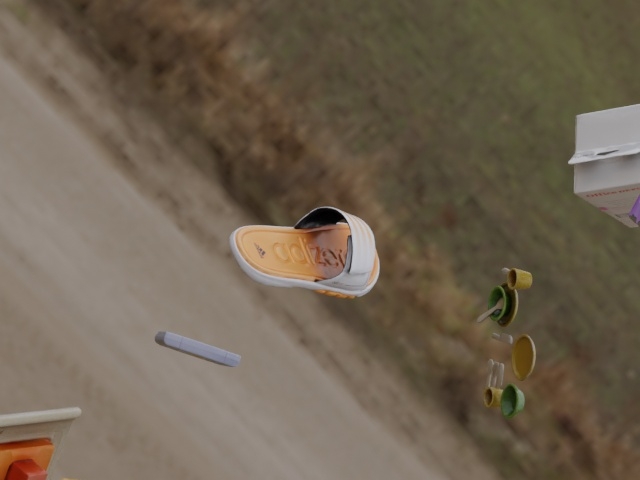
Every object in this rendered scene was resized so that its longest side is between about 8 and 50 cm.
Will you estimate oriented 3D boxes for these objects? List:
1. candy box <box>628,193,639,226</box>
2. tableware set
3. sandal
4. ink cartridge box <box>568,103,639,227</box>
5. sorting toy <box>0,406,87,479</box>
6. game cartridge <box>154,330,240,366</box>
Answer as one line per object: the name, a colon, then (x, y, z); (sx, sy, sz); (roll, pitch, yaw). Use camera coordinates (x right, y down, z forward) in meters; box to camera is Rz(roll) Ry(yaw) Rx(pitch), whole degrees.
candy box: (0.314, -0.060, 1.467); (0.070, 0.165, 0.196); (26, 9, -5)
tableware set: (0.192, 0.104, 2.017); (0.024, 0.154, 0.104); (7, 4, -22)
sandal: (0.004, 0.009, 2.278); (0.265, 0.076, 0.102); (0, 60, -53)
ink cartridge box: (0.330, -0.081, 2.033); (0.143, 0.092, 0.090); (26, 61, -50)
sorting toy: (-0.272, 0.218, 1.488); (0.047, 0.196, 0.348); (38, 22, 31)
game cartridge: (-0.125, 0.112, 1.988); (0.083, 0.017, 0.056); (19, -11, -14)
